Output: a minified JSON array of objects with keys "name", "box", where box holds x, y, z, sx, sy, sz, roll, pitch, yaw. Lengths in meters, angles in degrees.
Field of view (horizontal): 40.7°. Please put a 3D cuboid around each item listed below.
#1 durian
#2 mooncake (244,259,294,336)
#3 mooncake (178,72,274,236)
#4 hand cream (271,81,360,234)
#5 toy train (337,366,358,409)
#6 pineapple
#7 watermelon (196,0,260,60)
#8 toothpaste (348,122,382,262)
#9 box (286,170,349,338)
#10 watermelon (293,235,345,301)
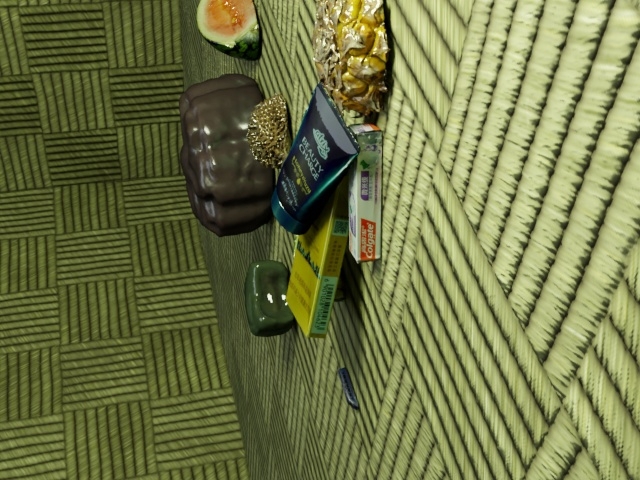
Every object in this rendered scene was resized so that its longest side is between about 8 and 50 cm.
[{"name":"durian","box":[-0.106,-0.210,1.764,0.148,0.091,0.188,98,159,-49]},{"name":"mooncake","box":[-0.116,0.131,1.964,0.168,0.104,0.175,-128,36,-72]},{"name":"mooncake","box":[-0.230,-0.192,2.094,0.381,0.212,0.351,92,158,-43]},{"name":"hand cream","box":[-0.009,-0.107,1.266,0.120,0.061,0.270,62,151,19]},{"name":"toy train","box":[0.048,0.260,1.503,0.017,0.017,0.083,95,162,-46]},{"name":"pineapple","box":[0.034,-0.266,1.160,0.225,0.076,0.225,175,90,-76]},{"name":"watermelon","box":[-0.229,-0.522,2.050,0.159,0.128,0.303,97,161,-45]},{"name":"toothpaste","box":[0.062,-0.067,1.218,0.047,0.040,0.196,-118,24,-64]},{"name":"box","box":[0.000,0.001,1.384,0.153,0.041,0.279,-128,47,-66]},{"name":"watermelon","box":[0.009,0.029,1.520,0.092,0.075,0.181,-21,74,30]}]
